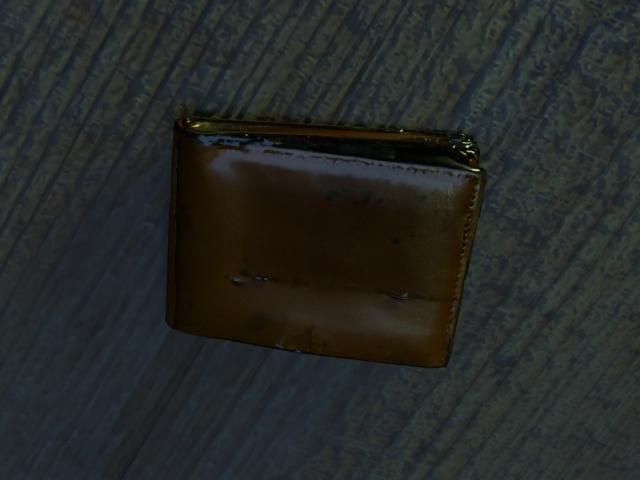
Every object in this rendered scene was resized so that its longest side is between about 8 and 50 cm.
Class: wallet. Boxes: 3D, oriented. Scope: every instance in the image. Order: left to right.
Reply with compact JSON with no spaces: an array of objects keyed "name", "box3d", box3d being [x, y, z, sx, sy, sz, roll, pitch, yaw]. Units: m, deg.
[{"name":"wallet","box3d":[0.000,-0.001,1.276,0.195,0.042,0.161,5,122,-2]}]
